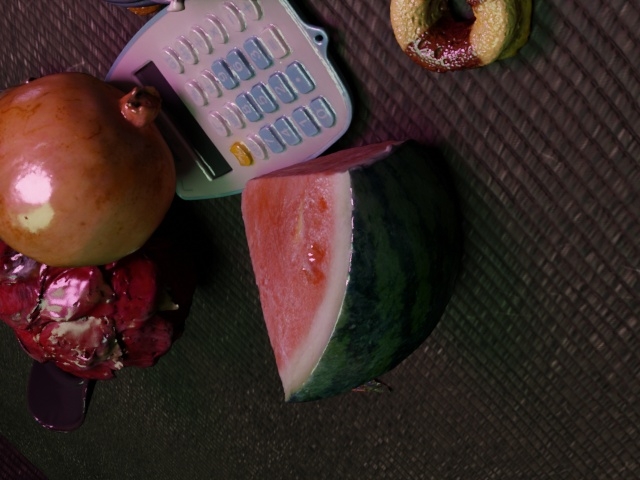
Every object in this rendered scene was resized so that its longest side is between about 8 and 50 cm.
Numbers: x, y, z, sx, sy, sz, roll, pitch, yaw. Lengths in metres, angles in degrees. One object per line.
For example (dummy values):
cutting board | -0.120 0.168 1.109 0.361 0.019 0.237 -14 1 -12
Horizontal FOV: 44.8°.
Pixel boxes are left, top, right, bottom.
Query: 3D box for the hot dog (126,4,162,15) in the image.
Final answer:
hot dog | -0.217 -0.319 0.962 0.058 0.035 0.083 36 142 6

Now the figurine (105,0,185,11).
figurine | -0.155 -0.315 0.782 0.265 0.197 0.175 12 130 20

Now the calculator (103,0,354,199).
calculator | -0.119 -0.188 0.996 0.386 0.054 0.256 -17 115 47

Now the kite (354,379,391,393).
kite | 0.015 0.201 1.303 0.232 0.009 0.189 31 142 12

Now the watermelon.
watermelon | 0.008 0.022 0.914 0.292 0.250 0.283 5 124 16

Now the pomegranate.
pomegranate | -0.306 -0.101 1.010 0.270 0.229 0.252 -31 71 18

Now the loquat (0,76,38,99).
loquat | -0.431 -0.160 1.218 0.152 0.152 0.195 12 126 32

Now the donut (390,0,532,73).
donut | 0.132 -0.219 0.747 0.140 0.059 0.140 22 136 23

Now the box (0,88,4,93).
box | -0.526 -0.201 1.329 0.099 0.054 0.074 32 144 11

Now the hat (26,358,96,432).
hat | -0.425 0.205 1.503 0.238 0.336 0.209 -17 155 30

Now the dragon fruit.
dragon fruit | -0.356 0.063 1.244 0.329 0.329 0.329 23 139 22
